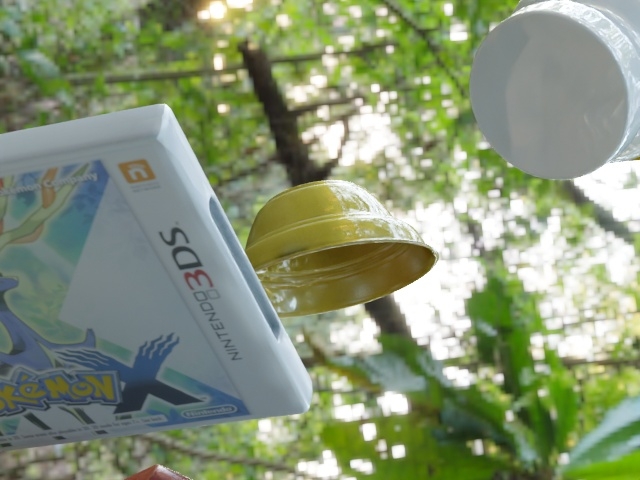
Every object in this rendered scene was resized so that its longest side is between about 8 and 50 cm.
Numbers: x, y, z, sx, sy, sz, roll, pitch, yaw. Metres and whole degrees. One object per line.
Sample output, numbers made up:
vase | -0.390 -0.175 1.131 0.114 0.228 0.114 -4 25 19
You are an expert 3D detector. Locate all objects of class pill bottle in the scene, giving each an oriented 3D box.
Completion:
pill bottle | 0.231 -0.148 1.066 0.153 0.264 0.153 17 -59 31

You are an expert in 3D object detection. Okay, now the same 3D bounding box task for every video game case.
video game case | -0.205 0.047 0.981 0.300 0.329 0.036 66 22 -44

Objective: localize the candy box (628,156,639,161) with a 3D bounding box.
candy box | 0.435 -0.158 1.780 0.027 0.206 0.105 -33 115 -65

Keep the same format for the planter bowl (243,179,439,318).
planter bowl | 0.000 0.000 1.358 0.217 0.217 0.090 114 -35 -67

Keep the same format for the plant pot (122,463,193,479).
plant pot | -0.142 0.337 1.112 0.236 0.267 0.267 49 -42 -8
